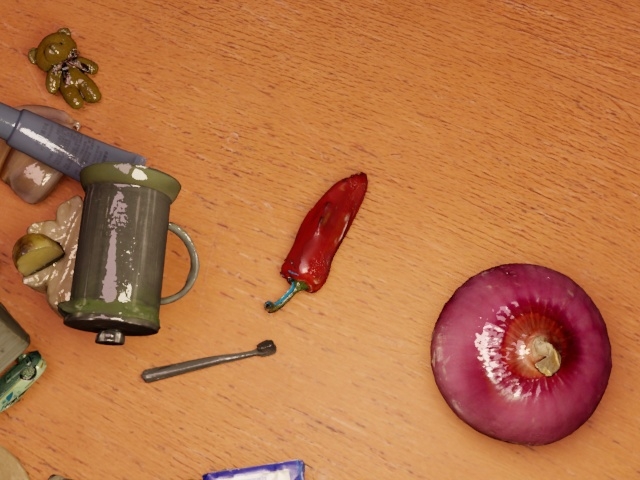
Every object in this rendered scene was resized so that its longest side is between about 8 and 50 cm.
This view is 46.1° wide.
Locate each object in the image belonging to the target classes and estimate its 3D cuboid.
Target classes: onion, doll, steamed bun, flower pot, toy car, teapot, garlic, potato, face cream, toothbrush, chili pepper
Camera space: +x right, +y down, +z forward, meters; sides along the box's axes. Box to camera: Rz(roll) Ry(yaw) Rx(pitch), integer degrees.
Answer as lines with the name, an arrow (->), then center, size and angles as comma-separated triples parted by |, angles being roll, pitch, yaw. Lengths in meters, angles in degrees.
onion -> 0.411, 0.217, 1.472 | 0.358, 0.345, 0.359 | 8, 75, -31
doll -> -0.611, -0.415, 1.812 | 0.137, 0.097, 0.209 | -36, 80, -15
steamed bun -> -0.483, 0.050, 1.638 | 0.295, 0.137, 0.292 | -34, 73, -15
flower pot -> -0.742, 0.202, 1.552 | 0.239, 0.209, 0.190 | 39, 76, 18
toy car -> -0.657, 0.313, 1.592 | 0.186, 0.058, 0.093 | -45, 32, -11
teapot -> -0.370, 0.042, 1.495 | 0.270, 0.200, 0.337 | 15, 71, -34
garlic -> -0.675, -0.225, 1.746 | 0.217, 0.110, 0.228 | 32, 76, 15
potato -> -0.584, 0.015, 1.525 | 0.096, 0.103, 0.066 | -33, 75, -14
face cream -> -0.580, -0.206, 1.670 | 0.385, 0.086, 0.136 | 26, 70, -28
toothbrush -> -0.241, 0.260, 1.616 | 0.297, 0.031, 0.030 | -13, 46, -1
chili pepper -> 0.000, 0.000, 1.658 | 0.110, 0.110, 0.388 | 25, 71, 9

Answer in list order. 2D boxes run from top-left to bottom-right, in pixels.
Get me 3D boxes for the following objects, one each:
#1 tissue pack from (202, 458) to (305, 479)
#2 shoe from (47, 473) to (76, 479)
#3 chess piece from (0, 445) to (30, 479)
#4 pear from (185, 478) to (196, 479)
tissue pack -> -0.118, 0.569, 1.449 | 0.209, 0.137, 0.270 | -5, 73, -17
shoe -> -0.518, 0.570, 1.503 | 0.077, 0.074, 0.195 | 3, 70, -3
chess piece -> -0.735, 0.550, 1.477 | 0.299, 0.167, 0.167 | -34, 74, -5
pear -> -0.264, 0.530, 1.502 | 0.092, 0.092, 0.097 | 24, 116, 9
